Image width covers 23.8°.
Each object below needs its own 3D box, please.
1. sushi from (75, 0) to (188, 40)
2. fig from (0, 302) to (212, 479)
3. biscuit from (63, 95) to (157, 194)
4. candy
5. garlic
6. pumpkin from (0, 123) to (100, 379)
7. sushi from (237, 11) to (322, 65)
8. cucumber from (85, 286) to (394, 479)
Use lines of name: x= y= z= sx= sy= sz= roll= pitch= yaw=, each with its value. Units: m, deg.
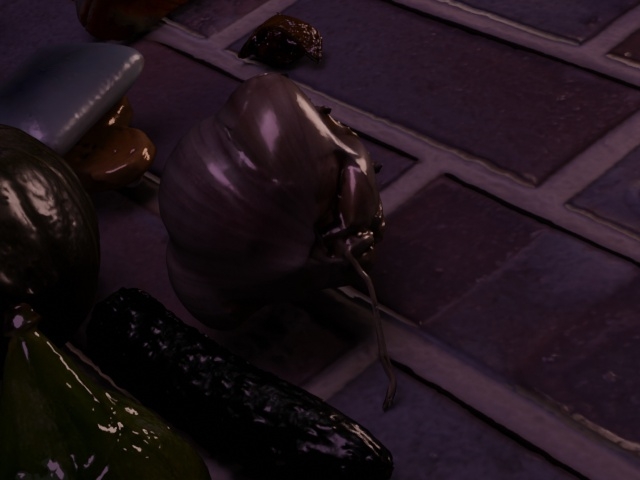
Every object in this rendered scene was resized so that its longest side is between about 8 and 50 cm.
sushi: x=-0.156 y=-0.352 z=1.723 sx=0.332 sy=0.124 sz=0.130 roll=-36 pitch=47 yaw=-19
fig: x=-0.175 y=0.161 z=0.975 sx=0.203 sy=0.235 sz=0.203 roll=-9 pitch=35 yaw=7
biscuit: x=-0.328 y=-0.048 z=1.473 sx=0.340 sy=0.047 sz=0.216 roll=-24 pitch=32 yaw=-5
candy: x=-0.261 y=-0.128 z=1.446 sx=0.138 sy=0.071 sz=0.174 roll=2 pitch=38 yaw=32
garlic: x=0.000 y=0.000 z=1.178 sx=0.256 sy=0.207 sz=0.207 roll=45 pitch=62 yaw=5
pumpkin: x=-0.292 y=0.027 z=1.247 sx=0.325 sy=0.242 sz=0.232 roll=-1 pitch=16 yaw=44
sushi: x=-0.042 y=-0.201 z=1.542 sx=0.099 sy=0.050 sz=0.047 roll=1 pitch=46 yaw=41
cucumber: x=-0.067 y=0.118 z=1.116 sx=0.081 sy=0.072 sz=0.303 roll=-38 pitch=40 yaw=-24
